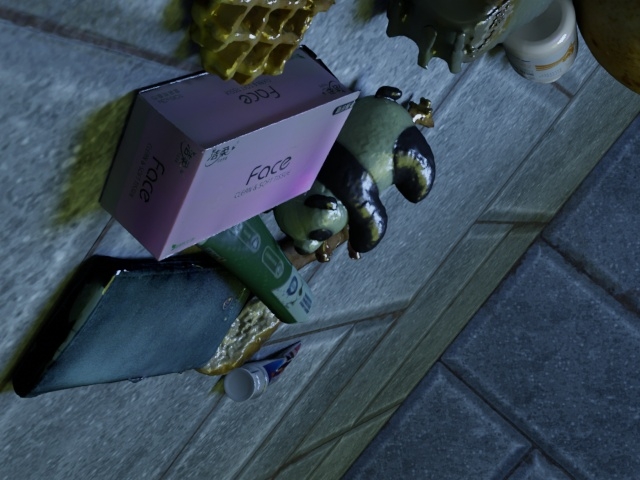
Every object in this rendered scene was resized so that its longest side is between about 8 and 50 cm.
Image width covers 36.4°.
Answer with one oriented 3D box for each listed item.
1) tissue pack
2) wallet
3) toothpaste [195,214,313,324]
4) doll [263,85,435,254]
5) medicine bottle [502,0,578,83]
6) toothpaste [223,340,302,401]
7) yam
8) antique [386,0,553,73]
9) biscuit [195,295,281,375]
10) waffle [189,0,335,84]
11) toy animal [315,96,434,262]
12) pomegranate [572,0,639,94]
[{"bbox_3d":[-0.085,-0.092,0.972,0.246,0.092,0.149,-30,156,-48],"label":"tissue pack"},{"bbox_3d":[-0.198,0.098,1.176,0.191,0.046,0.379,-56,160,13],"label":"wallet"},{"bbox_3d":[-0.076,0.031,1.234,0.099,0.061,0.392,-66,156,-17],"label":"toothpaste"},{"bbox_3d":[0.035,-0.082,1.234,0.234,0.143,0.135,-47,133,-6],"label":"doll"},{"bbox_3d":[0.343,-0.308,1.511,0.114,0.114,0.252,-51,163,6],"label":"medicine bottle"},{"bbox_3d":[-0.095,0.234,1.724,0.096,0.061,0.266,-53,168,12],"label":"toothpaste"},{"bbox_3d":[0.000,0.000,1.438,0.241,0.057,0.057,-30,155,-47],"label":"yam"},{"bbox_3d":[0.198,-0.313,1.130,0.284,0.125,0.150,-41,161,-23],"label":"antique"},{"bbox_3d":[-0.117,0.144,1.453,0.183,0.061,0.118,-40,162,-28],"label":"biscuit"},{"bbox_3d":[-0.013,-0.256,0.863,0.253,0.056,0.249,-40,161,-29],"label":"waffle"},{"bbox_3d":[0.069,-0.089,1.381,0.149,0.054,0.276,21,94,-40],"label":"toy animal"},{"bbox_3d":[0.572,-0.398,1.411,0.416,0.416,0.417,-43,162,-18],"label":"pomegranate"}]
